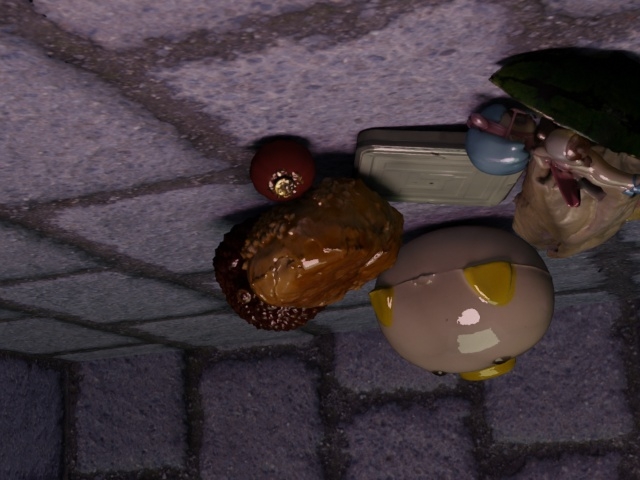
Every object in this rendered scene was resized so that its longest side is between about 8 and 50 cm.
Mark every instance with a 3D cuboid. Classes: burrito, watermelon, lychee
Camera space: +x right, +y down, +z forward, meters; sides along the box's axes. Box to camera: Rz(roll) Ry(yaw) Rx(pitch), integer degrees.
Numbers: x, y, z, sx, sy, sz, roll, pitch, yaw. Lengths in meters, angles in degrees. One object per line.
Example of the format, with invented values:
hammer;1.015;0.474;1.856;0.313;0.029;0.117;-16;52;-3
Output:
burrito;0.405;-0.066;1.579;0.190;0.135;0.332;29;171;14
watermelon;0.359;-0.180;1.287;0.301;0.123;0.129;10;-177;-36
lychee;-0.077;0.052;1.847;0.235;0.236;0.271;-11;-171;28

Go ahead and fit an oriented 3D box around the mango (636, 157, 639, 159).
mango;0.531;-0.140;1.510;0.161;0.076;0.103;-2;168;21

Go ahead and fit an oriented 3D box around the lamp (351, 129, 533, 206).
lamp;0.185;-0.114;1.567;0.266;0.047;0.269;3;166;0

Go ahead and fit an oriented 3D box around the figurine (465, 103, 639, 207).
figurine;0.321;-0.109;1.350;0.260;0.103;0.205;21;-168;3

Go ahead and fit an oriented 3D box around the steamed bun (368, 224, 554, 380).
steamed bun;0.293;0.122;2.025;0.373;0.334;0.334;-19;160;32

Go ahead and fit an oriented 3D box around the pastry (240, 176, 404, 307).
pastry;0.000;0.000;1.589;0.255;0.162;0.311;-33;162;12

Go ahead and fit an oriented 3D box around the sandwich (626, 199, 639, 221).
sandwich;0.624;-0.081;1.809;0.193;0.058;0.162;-6;164;16

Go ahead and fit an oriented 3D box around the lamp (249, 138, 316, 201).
lamp;-0.057;-0.105;1.475;0.101;0.090;0.101;-4;130;-5
